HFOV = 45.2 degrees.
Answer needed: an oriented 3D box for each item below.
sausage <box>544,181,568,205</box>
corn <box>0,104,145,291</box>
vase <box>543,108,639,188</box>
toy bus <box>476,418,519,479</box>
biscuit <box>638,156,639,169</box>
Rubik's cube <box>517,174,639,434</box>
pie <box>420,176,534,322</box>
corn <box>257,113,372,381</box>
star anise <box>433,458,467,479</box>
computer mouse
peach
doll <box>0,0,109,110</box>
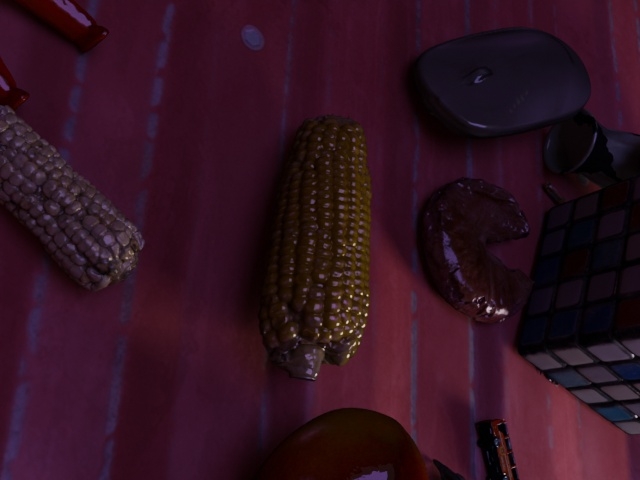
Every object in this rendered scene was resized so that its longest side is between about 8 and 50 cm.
[{"bbox_3d":[0.406,-0.062,1.287,0.100,0.015,0.015,44,55,-16],"label":"sausage"},{"bbox_3d":[-0.267,-0.038,0.761,0.211,0.087,0.087,46,55,-12],"label":"corn"},{"bbox_3d":[0.559,-0.117,1.334,0.360,0.165,0.165,16,67,-25],"label":"vase"},{"bbox_3d":[0.245,0.298,1.047,0.043,0.031,0.110,-4,79,-39],"label":"toy bus"},{"bbox_3d":[0.613,-0.112,1.260,0.215,0.034,0.182,-24,102,-21],"label":"biscuit"},{"bbox_3d":[0.511,0.094,1.139,0.291,0.293,0.287,33,58,-20],"label":"Rubik's cube"},{"bbox_3d":[0.233,0.010,1.117,0.204,0.054,0.219,3,73,-35],"label":"pie"},{"bbox_3d":[0.000,0.000,0.910,0.130,0.130,0.347,23,59,-28],"label":"corn"},{"bbox_3d":[0.192,0.376,0.944,0.180,0.061,0.205,41,30,-31],"label":"star anise"},{"bbox_3d":[0.292,-0.255,1.192,0.330,0.095,0.197,-22,64,-35],"label":"computer mouse"},{"bbox_3d":[0.018,0.272,0.806,0.197,0.197,0.198,12,69,-32],"label":"peach"},{"bbox_3d":[-0.393,-0.314,0.761,0.384,0.099,0.188,46,55,-18],"label":"doll"}]
